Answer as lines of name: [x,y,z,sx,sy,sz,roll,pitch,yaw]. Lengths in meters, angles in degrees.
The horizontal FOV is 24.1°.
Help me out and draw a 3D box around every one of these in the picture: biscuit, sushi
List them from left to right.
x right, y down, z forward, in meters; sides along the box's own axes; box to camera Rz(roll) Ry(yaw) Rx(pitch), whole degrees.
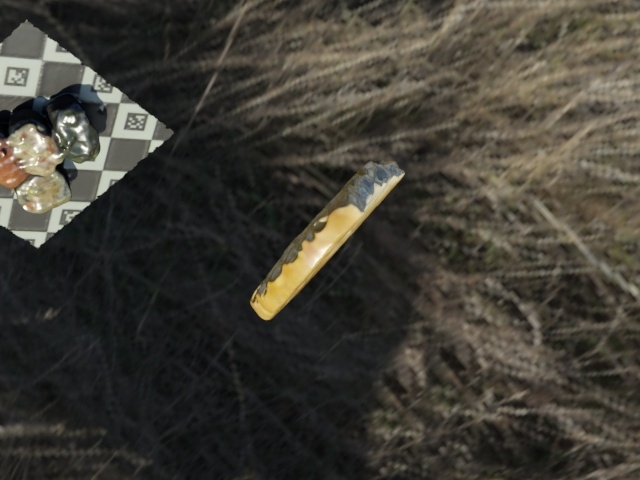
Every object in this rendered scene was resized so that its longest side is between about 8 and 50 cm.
sushi: [-0.307,-0.093,1.621,0.231,0.219,0.047,37,21,-41]
biscuit: [0.000,0.000,1.623,0.040,0.309,0.204,42,105,2]
